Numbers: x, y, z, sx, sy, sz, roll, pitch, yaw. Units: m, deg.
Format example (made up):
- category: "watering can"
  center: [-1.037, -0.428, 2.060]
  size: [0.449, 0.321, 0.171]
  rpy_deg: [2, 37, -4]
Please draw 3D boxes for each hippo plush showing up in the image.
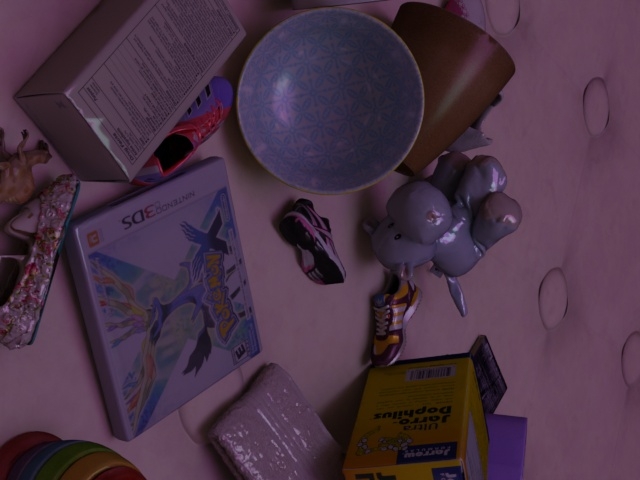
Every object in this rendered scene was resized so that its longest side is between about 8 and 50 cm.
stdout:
- category: "hippo plush"
  center: [0.189, -0.036, 1.978]
  size: [0.236, 0.234, 0.294]
  rpy_deg: [-1, 134, -34]

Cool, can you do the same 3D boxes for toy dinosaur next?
- category: "toy dinosaur"
  center: [-0.396, -0.078, 1.348]
  size: [0.183, 0.053, 0.092]
  rpy_deg: [-55, 132, -32]

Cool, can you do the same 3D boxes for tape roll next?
- category: "tape roll"
  center: [0.364, 0.491, 2.188]
  size: [0.275, 0.090, 0.274]
  rpy_deg: [4, 90, -79]

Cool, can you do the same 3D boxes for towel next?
- category: "towel"
  center: [-0.050, 0.359, 1.732]
  size: [0.282, 0.049, 0.187]
  rpy_deg: [57, 44, -11]

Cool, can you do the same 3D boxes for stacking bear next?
- category: "stacking bear"
  center: [-0.276, 0.337, 1.338]
  size: [0.175, 0.289, 0.164]
  rpy_deg: [-16, 105, -49]

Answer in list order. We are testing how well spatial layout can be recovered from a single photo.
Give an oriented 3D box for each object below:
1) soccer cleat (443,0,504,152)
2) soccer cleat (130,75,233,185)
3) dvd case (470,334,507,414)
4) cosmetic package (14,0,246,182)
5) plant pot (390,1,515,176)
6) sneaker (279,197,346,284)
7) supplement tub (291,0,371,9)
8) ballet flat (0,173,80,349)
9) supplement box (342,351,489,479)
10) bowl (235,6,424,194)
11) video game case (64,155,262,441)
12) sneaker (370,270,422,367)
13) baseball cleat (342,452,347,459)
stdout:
- category: "soccer cleat"
  center: [0.302, -0.329, 2.098]
  size: [0.116, 0.143, 0.331]
  rpy_deg: [16, 80, -50]
- category: "soccer cleat"
  center: [-0.190, -0.158, 1.557]
  size: [0.248, 0.095, 0.083]
  rpy_deg: [-46, 125, -38]
- category: "dvd case"
  center: [0.318, 0.332, 2.264]
  size: [0.221, 0.018, 0.164]
  rpy_deg: [-52, 131, -35]
- category: "cosmetic package"
  center: [-0.248, -0.240, 1.469]
  size: [0.309, 0.113, 0.160]
  rpy_deg: [-56, 131, -31]
- category: "plant pot"
  center: [0.179, -0.251, 1.923]
  size: [0.237, 0.237, 0.254]
  rpy_deg: [37, 82, -45]
- category: "sneaker"
  center: [0.000, 0.000, 1.821]
  size: [0.178, 0.072, 0.077]
  rpy_deg: [62, 38, -40]
- category: "supplement tub"
  center: [0.035, -0.534, 1.691]
  size: [0.235, 0.235, 0.325]
  rpy_deg: [-20, 108, -48]
- category: "ballet flat"
  center: [-0.370, 0.018, 1.369]
  size: [0.077, 0.091, 0.241]
  rpy_deg: [21, 72, -28]
- category: "supplement box"
  center: [0.173, 0.365, 1.851]
  size: [0.356, 0.195, 0.194]
  rpy_deg: [-65, 144, -66]
- category: "bowl"
  center: [0.011, -0.221, 1.723]
  size: [0.156, 0.289, 0.289]
  rpy_deg: [-115, -159, -81]
- category: "video game case"
  center: [-0.217, 0.078, 1.575]
  size: [0.300, 0.036, 0.329]
  rpy_deg: [-31, 119, -45]
- category: "sneaker"
  center: [0.121, 0.142, 1.984]
  size: [0.084, 0.069, 0.185]
  rpy_deg: [44, 54, -33]
- category: "baseball cleat"
  center: [-0.014, 0.404, 1.830]
  size: [0.109, 0.072, 0.206]
  rpy_deg: [57, 37, -11]
